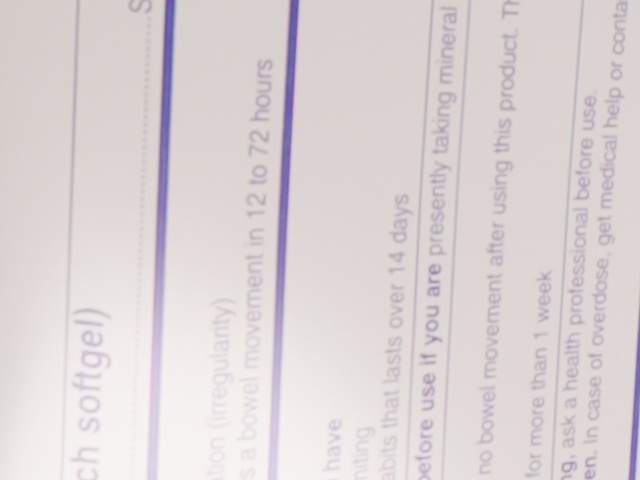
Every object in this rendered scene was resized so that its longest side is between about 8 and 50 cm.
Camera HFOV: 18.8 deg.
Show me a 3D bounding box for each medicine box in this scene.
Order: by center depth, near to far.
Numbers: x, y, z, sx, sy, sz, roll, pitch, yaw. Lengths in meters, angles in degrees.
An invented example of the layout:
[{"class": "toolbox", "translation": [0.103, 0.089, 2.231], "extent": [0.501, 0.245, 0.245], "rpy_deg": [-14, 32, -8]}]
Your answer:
[{"class": "medicine box", "translation": [0.000, 0.000, 0.511], "extent": [0.289, 0.149, 0.263], "rpy_deg": [-2, 99, -34]}]
